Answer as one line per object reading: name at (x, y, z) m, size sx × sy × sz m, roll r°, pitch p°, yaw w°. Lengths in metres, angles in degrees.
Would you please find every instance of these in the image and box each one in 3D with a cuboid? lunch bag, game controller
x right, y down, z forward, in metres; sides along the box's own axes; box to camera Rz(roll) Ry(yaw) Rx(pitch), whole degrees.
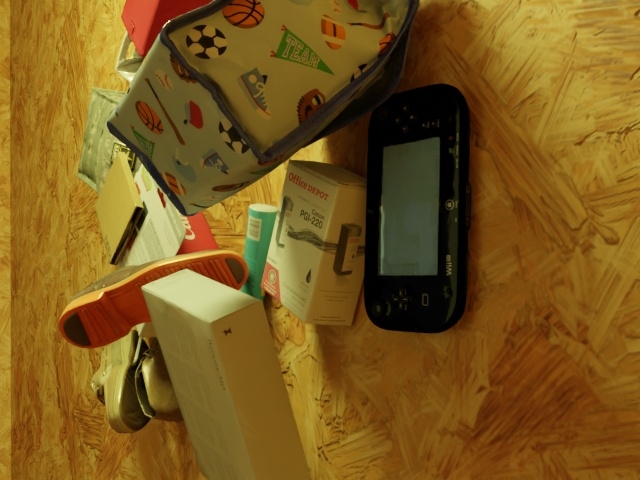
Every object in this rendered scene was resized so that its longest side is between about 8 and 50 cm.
lunch bag at (-0.452, -0.215, 1.849) m, size 0.287 × 0.168 × 0.235 m, roll 31°, pitch 113°, yaw 47°
lunch bag at (-0.060, -0.235, 1.092) m, size 0.239 × 0.385 × 0.327 m, roll 51°, pitch 151°, yaw -10°
game controller at (0.125, -0.041, 1.016) m, size 0.166 × 0.067 × 0.319 m, roll -5°, pitch 83°, yaw 57°

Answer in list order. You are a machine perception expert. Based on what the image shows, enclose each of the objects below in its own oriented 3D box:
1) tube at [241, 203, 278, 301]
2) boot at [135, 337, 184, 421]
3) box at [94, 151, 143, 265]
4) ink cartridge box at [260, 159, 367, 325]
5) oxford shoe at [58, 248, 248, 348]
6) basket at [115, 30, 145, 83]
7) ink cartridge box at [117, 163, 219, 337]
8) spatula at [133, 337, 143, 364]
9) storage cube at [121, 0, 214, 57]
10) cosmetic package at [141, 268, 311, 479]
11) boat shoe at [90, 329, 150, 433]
tube at (-0.115, 0.039, 1.401) m, size 0.080 × 0.052 × 0.207 m, roll 39°, pitch 124°, yaw 58°
boot at (-0.337, 0.243, 1.657) m, size 0.112 × 0.115 × 0.305 m, roll -58°, pitch 39°, yaw 40°
box at (-0.443, -0.072, 1.699) m, size 0.164 × 0.021 × 0.201 m, roll -58°, pitch 39°, yaw 28°
ink cartridge box at (0.000, 0.000, 1.183) m, size 0.158 × 0.092 × 0.218 m, roll 31°, pitch 110°, yaw 54°
oxford shoe at (-0.303, 0.076, 1.423) m, size 0.133 × 0.363 × 0.130 m, roll -93°, pitch -16°, yaw -58°
basket at (-0.344, -0.380, 1.695) m, size 0.167 × 0.103 × 0.113 m, roll 39°, pitch 125°, yaw 13°
ink cartridge box at (-0.316, 0.003, 1.635) m, size 0.272 × 0.130 × 0.309 m, roll -60°, pitch 41°, yaw 29°
spatula at (-0.398, 0.164, 1.774) m, size 0.242 × 0.019 × 0.168 m, roll -106°, pitch 34°, yaw -69°
storage cube at (-0.280, -0.487, 1.593) m, size 0.193 × 0.183 × 0.215 m, roll -63°, pitch 39°, yaw 30°
cosmetic package at (-0.148, 0.253, 1.253) m, size 0.284 × 0.097 × 0.378 m, roll 17°, pitch 124°, yaw 58°
boat shoe at (-0.442, 0.324, 1.719) m, size 0.341 × 0.110 × 0.122 m, roll -112°, pitch -3°, yaw -68°
